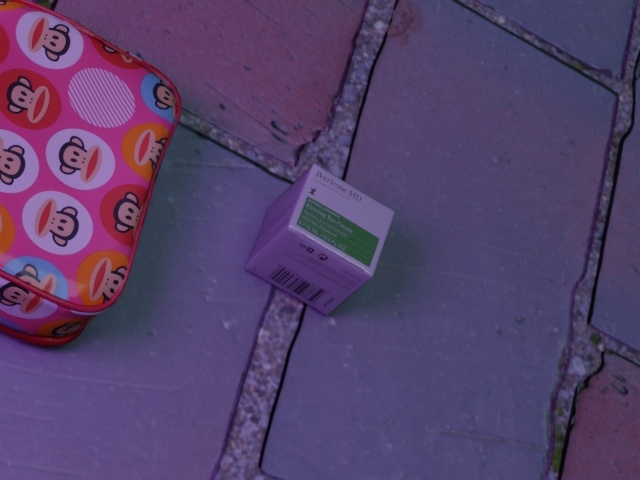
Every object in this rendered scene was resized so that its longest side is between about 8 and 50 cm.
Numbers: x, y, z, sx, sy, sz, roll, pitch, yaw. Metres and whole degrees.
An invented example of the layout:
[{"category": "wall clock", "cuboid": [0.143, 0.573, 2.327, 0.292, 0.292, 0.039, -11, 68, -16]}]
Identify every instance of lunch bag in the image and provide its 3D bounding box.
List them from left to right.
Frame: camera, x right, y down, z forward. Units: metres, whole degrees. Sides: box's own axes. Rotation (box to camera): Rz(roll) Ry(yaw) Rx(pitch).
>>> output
[{"category": "lunch bag", "cuboid": [-0.280, -0.073, 1.736, 0.258, 0.120, 0.293, 27, 56, -16]}]

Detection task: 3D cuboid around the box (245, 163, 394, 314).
[{"category": "box", "cuboid": [0.000, 0.000, 1.879, 0.101, 0.102, 0.087, 30, 53, -14]}]
